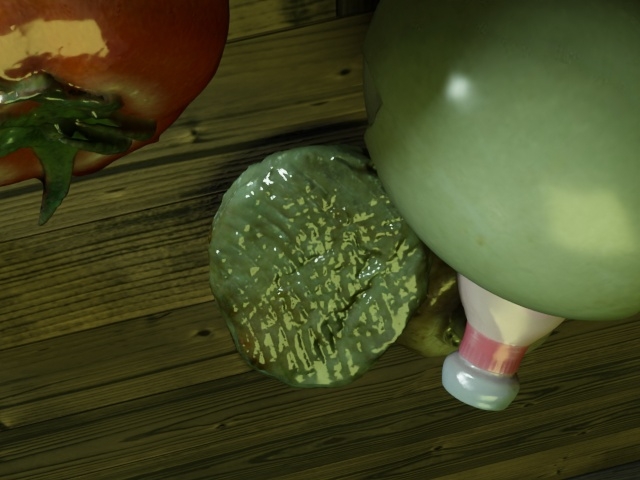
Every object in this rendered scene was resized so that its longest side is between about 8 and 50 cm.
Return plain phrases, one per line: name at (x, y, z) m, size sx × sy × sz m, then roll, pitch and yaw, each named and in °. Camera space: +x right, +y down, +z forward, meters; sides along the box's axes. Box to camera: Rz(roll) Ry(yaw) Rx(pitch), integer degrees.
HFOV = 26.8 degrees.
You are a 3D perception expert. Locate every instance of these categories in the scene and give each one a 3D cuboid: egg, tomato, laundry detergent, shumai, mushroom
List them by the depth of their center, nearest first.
tomato at (-0.188, -0.146, 0.850) m, size 0.256 × 0.224 × 0.256 m, roll -15°, pitch 158°, yaw -6°
egg at (0.179, -0.100, 1.092) m, size 0.278 × 0.278 × 0.336 m, roll -33°, pitch 113°, yaw 32°
laundry detergent at (0.208, 0.009, 1.332) m, size 0.159 × 0.088 × 0.335 m, roll 13°, pitch 107°, yaw -20°
shumai at (0.000, 0.000, 1.377) m, size 0.222 × 0.203 × 0.272 m, roll 25°, pitch 119°, yaw -6°
mushroom at (0.172, 0.050, 1.494) m, size 0.255 × 0.184 × 0.255 m, roll -24°, pitch 162°, yaw -8°
